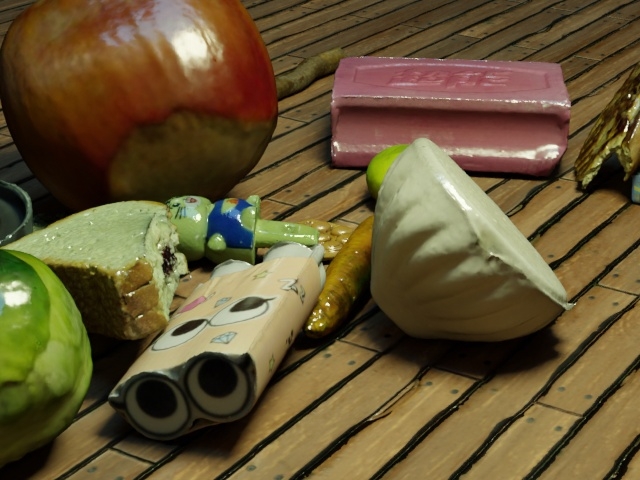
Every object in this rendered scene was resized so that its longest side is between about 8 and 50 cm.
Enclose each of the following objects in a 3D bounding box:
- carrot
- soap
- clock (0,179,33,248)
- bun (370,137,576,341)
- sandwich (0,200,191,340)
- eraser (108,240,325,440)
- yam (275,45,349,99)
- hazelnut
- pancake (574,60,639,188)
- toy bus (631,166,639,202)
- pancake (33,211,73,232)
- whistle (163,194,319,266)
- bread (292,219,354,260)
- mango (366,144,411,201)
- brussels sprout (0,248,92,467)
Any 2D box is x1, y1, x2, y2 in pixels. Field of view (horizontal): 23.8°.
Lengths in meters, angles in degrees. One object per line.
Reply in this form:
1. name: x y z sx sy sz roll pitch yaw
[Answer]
1. carrot: 0.035 0.045 1.839 0.066 0.066 0.314 10 27 18
2. soap: 0.199 -0.192 2.337 0.360 0.128 0.233 2 23 4
3. clock: -0.495 -0.007 1.884 0.281 0.055 0.280 -1 27 1
4. bun: 0.142 0.029 1.738 0.175 0.263 0.263 -41 22 10
5. sandwich: -0.223 0.027 1.719 0.288 0.099 0.254 2 16 45
6. eraser: -0.098 0.101 1.615 0.171 0.087 0.290 -17 16 21
7. yam: -0.042 -0.283 2.639 0.045 0.045 0.327 -11 13 33
8. hazelnut: -0.242 -0.196 2.031 0.366 0.365 0.366 2 22 -1
9. pancake: 0.460 -0.180 2.219 0.056 0.257 0.212 32 9 -7
10. toy bus: 0.521 -0.075 2.165 0.153 0.061 0.051 9 26 19
11. pancake: -0.362 -0.010 1.976 0.130 0.022 0.116 -7 25 -22
12. whistle: -0.115 -0.012 1.923 0.227 0.085 0.105 4 27 4
13. bread: 0.000 0.000 1.982 0.110 0.024 0.110 2 24 -1
14. mango: 0.120 -0.087 2.139 0.117 0.089 0.163 -10 13 -10
15. brussels sprout: -0.339 0.123 1.440 0.219 0.210 0.271 8 38 27
